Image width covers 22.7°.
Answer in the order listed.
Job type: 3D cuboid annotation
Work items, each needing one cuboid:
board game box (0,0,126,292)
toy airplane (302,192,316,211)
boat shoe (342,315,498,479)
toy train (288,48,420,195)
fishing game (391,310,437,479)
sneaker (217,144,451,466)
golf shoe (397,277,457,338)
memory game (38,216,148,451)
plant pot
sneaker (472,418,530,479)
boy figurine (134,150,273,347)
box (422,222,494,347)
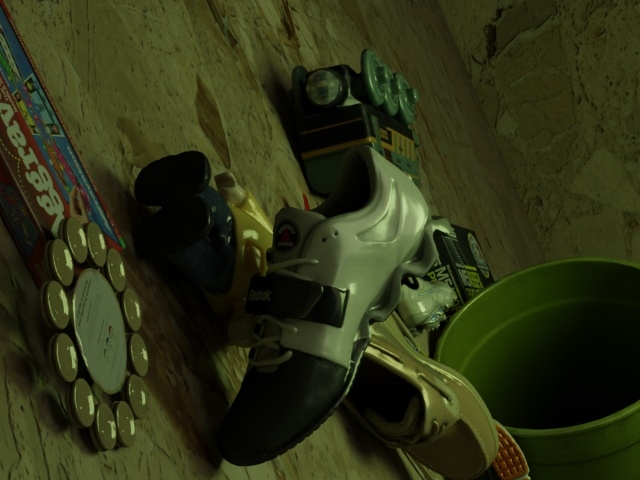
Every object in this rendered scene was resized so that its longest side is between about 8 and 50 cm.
[{"bbox_3d":[-0.248,-0.098,1.271,0.281,0.027,0.145,64,17,-8],"label":"board game box"},{"bbox_3d":[0.000,0.000,1.952,0.151,0.028,0.151,57,19,-31],"label":"toy airplane"},{"bbox_3d":[0.088,0.188,1.823,0.341,0.121,0.110,44,29,-31],"label":"boat shoe"},{"bbox_3d":[0.056,-0.142,2.180,0.334,0.142,0.190,15,64,-73],"label":"toy train"},{"bbox_3d":[0.134,0.205,2.077,0.189,0.041,0.264,55,19,-30],"label":"fishing game"},{"bbox_3d":[-0.018,0.050,1.459,0.146,0.122,0.330,51,57,-28],"label":"sneaker"},{"bbox_3d":[0.143,0.073,2.261,0.086,0.069,0.176,58,15,-6],"label":"golf shoe"},{"bbox_3d":[-0.173,0.072,1.228,0.186,0.012,0.186,-11,90,-76],"label":"memory game"},{"bbox_3d":[0.385,0.273,2.321,0.366,0.366,0.353,-92,165,-54],"label":"plant pot"},{"bbox_3d":[0.241,0.343,2.149,0.121,0.099,0.262,-99,171,-70],"label":"sneaker"},{"bbox_3d":[-0.072,0.028,1.540,0.285,0.092,0.177,40,39,-50],"label":"boy figurine"},{"bbox_3d":[0.231,0.083,2.544,0.216,0.060,0.270,69,15,11],"label":"box"}]
